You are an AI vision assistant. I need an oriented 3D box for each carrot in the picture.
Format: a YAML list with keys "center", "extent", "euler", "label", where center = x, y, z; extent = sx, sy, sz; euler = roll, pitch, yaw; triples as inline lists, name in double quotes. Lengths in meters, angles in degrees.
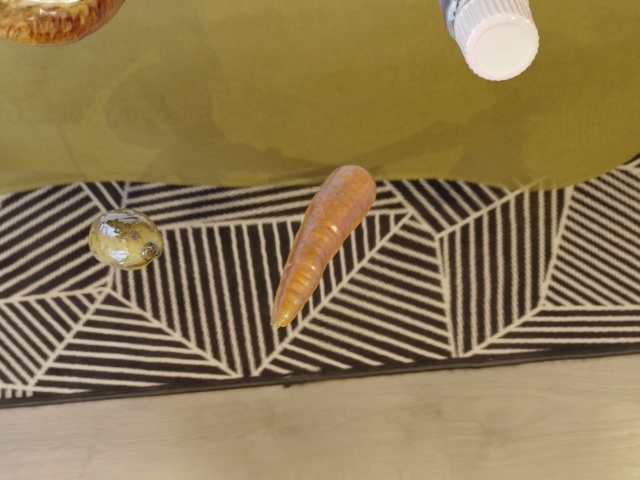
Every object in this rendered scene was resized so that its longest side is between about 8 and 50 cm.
- center: [0.000, 0.000, 0.564]
  extent: [0.048, 0.048, 0.216]
  euler: [25, 39, 4]
  label: "carrot"

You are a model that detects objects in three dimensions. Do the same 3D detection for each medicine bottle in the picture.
- center: [0.162, -0.231, 0.703]
  extent: [0.084, 0.083, 0.203]
  euler: [-1, 39, 0]
  label: "medicine bottle"

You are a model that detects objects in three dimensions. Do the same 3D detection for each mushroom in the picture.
- center: [-0.389, -0.413, 1.001]
  extent: [0.283, 0.195, 0.263]
  euler: [-49, 122, 0]
  label: "mushroom"

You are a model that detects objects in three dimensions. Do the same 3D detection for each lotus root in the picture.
- center: [-0.283, -0.003, 1.037]
  extent: [0.089, 0.179, 0.080]
  euler: [-39, 117, -26]
  label: "lotus root"
